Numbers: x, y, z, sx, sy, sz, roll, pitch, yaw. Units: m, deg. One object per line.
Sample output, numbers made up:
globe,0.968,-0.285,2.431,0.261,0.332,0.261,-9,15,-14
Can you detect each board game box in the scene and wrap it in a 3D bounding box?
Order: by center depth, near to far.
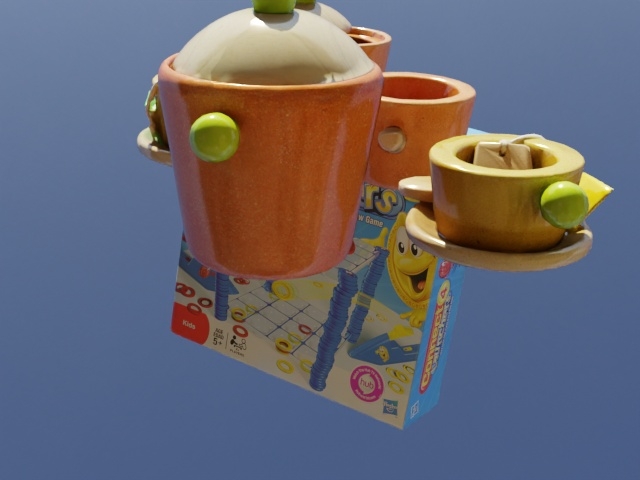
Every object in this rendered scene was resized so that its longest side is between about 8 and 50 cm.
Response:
board game box,0.000,0.000,1.080,0.308,0.086,0.301,18,-69,26

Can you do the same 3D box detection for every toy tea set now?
toy tea set,0.001,-0.090,0.538,0.200,0.336,0.124,-5,-67,-17
